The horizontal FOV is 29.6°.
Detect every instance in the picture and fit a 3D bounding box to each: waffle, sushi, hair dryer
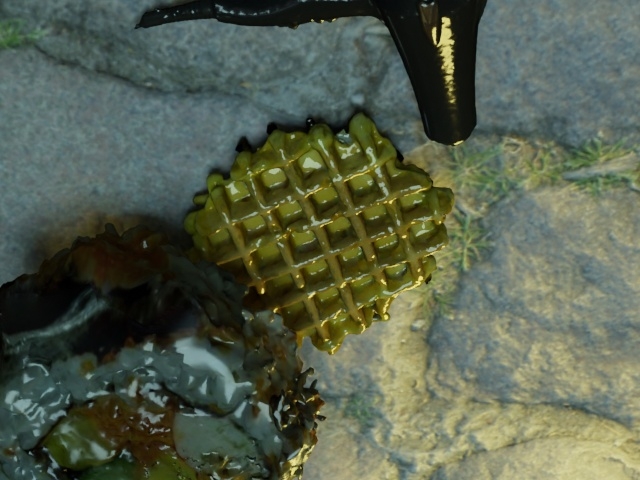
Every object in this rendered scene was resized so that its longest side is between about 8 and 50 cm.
[{"bbox_3d":[-0.006,0.008,1.371,0.329,0.062,0.329,-3,124,-5],"label":"waffle"},{"bbox_3d":[-0.193,0.193,1.356,0.417,0.176,0.418,4,117,8],"label":"sushi"},{"bbox_3d":[-0.005,-0.214,1.224,0.359,0.120,0.304,-4,139,8],"label":"hair dryer"}]
